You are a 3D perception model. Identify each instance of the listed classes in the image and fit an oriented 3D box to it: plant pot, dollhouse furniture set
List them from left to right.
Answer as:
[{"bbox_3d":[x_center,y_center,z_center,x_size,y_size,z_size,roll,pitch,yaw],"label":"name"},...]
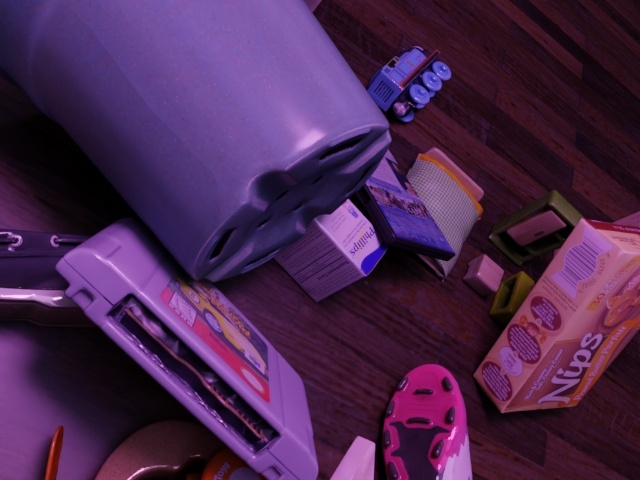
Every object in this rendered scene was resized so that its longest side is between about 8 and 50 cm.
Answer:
[{"bbox_3d":[-0.123,-0.158,0.617,0.341,0.341,0.334,-28,76,-37],"label":"plant pot"},{"bbox_3d":[0.279,-0.028,0.971,0.301,0.151,0.197,40,54,-11],"label":"dollhouse furniture set"}]

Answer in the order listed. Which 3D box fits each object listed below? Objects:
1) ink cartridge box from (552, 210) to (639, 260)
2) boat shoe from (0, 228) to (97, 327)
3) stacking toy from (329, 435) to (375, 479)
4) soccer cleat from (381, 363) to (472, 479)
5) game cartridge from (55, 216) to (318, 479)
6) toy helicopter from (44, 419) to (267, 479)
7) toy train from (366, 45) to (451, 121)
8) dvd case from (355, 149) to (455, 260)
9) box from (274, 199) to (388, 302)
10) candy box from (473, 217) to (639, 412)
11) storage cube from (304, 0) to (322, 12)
[{"bbox_3d":[0.531,0.067,1.036,0.088,0.235,0.193,32,57,-16],"label":"ink cartridge box"},{"bbox_3d":[-0.344,0.017,0.576,0.340,0.127,0.113,8,64,-31],"label":"boat shoe"},{"bbox_3d":[0.024,0.381,0.560,0.279,0.130,0.308,-31,125,-44],"label":"stacking toy"},{"bbox_3d":[0.149,0.335,0.773,0.143,0.116,0.331,59,29,-43],"label":"soccer cleat"},{"bbox_3d":[-0.117,0.100,0.579,0.060,0.196,0.294,-43,103,-1],"label":"game cartridge"},{"bbox_3d":[-0.196,0.325,0.522,0.235,0.140,0.355,24,47,1],"label":"toy helicopter"},{"bbox_3d":[0.167,-0.298,1.067,0.105,0.080,0.184,43,54,-2],"label":"toy train"},{"bbox_3d":[0.096,-0.083,0.879,0.180,0.022,0.253,13,42,-49],"label":"dvd case"},{"bbox_3d":[0.000,0.000,0.800,0.137,0.126,0.072,48,51,-7],"label":"box"},{"bbox_3d":[0.393,0.124,0.881,0.183,0.316,0.087,6,34,-30],"label":"candy box"},{"bbox_3d":[-0.075,-0.462,0.918,0.215,0.184,0.193,23,60,-22],"label":"storage cube"}]
